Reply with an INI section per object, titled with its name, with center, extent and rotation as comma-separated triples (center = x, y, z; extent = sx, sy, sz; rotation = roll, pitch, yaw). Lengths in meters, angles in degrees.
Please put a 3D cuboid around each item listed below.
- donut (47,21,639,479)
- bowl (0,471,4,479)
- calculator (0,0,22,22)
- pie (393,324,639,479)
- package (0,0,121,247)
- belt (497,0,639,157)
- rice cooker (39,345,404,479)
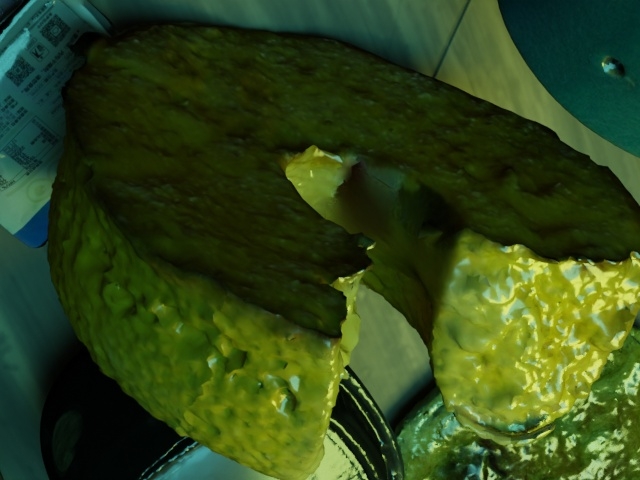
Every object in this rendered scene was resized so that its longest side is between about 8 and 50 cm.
[donut]
center = 0.000, 0.000, 1.385
extent = 0.435, 0.377, 0.163
rotation = -5, 130, -37
[bowl]
center = -0.359, 0.261, 1.362
extent = 0.354, 0.185, 0.353
rotation = -9, 109, -26
[calculator]
center = -0.253, -0.167, 1.392
extent = 0.103, 0.024, 0.166
rotation = 32, 98, -31
[pie]
center = 0.191, 0.216, 1.726
extent = 0.323, 0.070, 0.323
rotation = -8, 117, -16
[package]
center = -0.203, -0.090, 1.435
extent = 0.171, 0.027, 0.173
rotation = -45, 136, 1
[belt]
center = 0.341, -0.202, 1.433
extent = 0.437, 0.173, 0.300
rotation = -7, 74, -26
[rice cooker]
center = -0.078, 0.168, 1.507
extent = 0.267, 0.224, 0.267
rotation = -8, 116, -16
